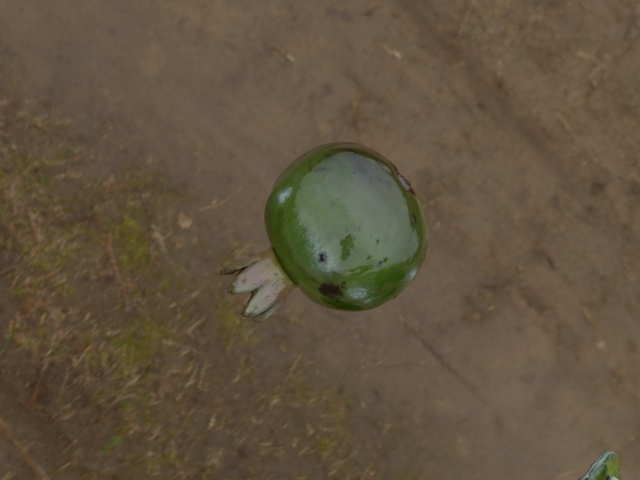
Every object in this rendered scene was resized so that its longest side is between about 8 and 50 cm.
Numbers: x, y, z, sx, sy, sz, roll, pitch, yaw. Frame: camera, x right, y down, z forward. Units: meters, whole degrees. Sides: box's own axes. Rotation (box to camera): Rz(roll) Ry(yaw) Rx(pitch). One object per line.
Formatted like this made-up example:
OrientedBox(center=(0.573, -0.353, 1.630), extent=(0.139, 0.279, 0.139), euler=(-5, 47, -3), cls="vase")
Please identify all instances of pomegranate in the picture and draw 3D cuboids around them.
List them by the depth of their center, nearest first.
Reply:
OrientedBox(center=(0.001, 0.002, 1.179), extent=(0.187, 0.225, 0.187), euler=(56, 9, -14), cls="pomegranate")

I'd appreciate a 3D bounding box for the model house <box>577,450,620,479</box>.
OrientedBox(center=(0.380, 0.488, 1.236), extent=(0.323, 0.340, 0.300), euler=(27, 63, 36), cls="model house")
